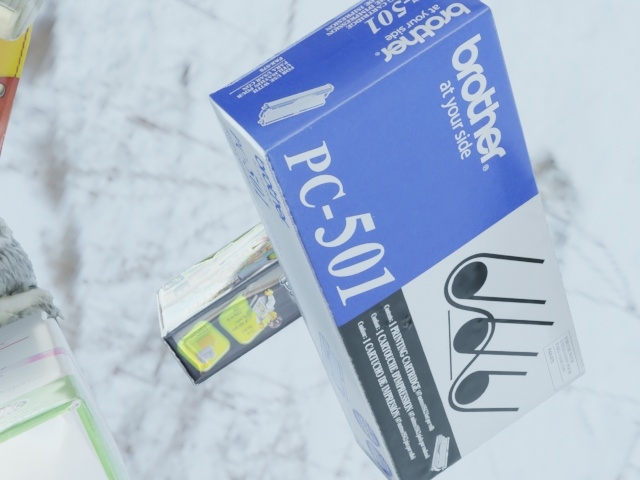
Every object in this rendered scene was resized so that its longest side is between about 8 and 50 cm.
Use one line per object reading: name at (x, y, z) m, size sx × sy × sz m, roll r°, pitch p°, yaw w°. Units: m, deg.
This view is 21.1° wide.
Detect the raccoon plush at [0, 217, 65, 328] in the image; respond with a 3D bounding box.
raccoon plush at (-0.405, 0.127, 1.326) m, size 0.446 × 0.299 × 0.216 m, roll -61°, pitch 22°, yaw 6°

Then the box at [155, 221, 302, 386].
box at (0.000, 0.000, 1.007) m, size 0.207 × 0.036 × 0.114 m, roll -34°, pitch 14°, yaw 1°

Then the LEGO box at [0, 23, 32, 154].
LEGO box at (-0.447, -0.190, 0.873) m, size 0.372 × 0.500 × 0.193 m, roll 15°, pitch 92°, yaw 38°

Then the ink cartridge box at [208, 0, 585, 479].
ink cartridge box at (0.037, 0.003, 0.664) m, size 0.097 × 0.207 × 0.046 m, roll -34°, pitch 45°, yaw -11°

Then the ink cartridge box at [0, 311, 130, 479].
ink cartridge box at (-0.216, 0.151, 0.989) m, size 0.207 × 0.119 × 0.353 m, roll -25°, pitch 10°, yaw -7°

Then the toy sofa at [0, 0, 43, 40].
toy sofa at (-0.084, -0.266, 0.632) m, size 0.362 × 0.150 × 0.177 m, roll -58°, pitch -1°, yaw 2°
